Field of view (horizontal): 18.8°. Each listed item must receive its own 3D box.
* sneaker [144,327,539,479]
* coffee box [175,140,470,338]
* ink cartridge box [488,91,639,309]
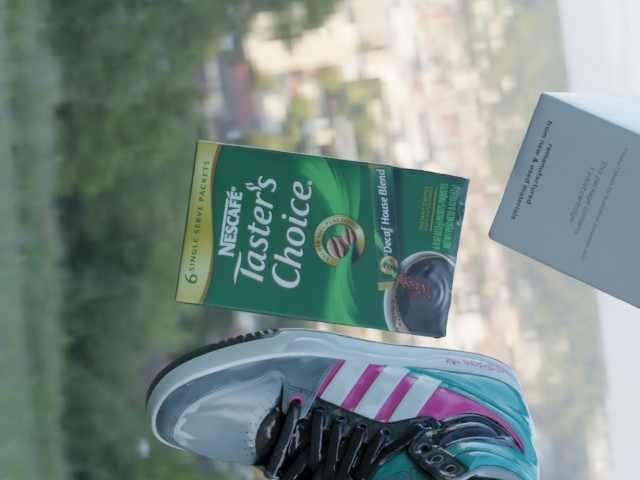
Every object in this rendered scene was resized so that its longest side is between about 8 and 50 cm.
[{"bbox_3d":[0.030,0.165,1.376,0.178,0.296,0.123,-111,-151,-50],"label":"sneaker"},{"bbox_3d":[0.000,0.000,1.286,0.040,0.184,0.113,78,21,-89],"label":"coffee box"},{"bbox_3d":[0.415,-0.003,1.911,0.285,0.395,0.166,-6,119,-58],"label":"ink cartridge box"}]
